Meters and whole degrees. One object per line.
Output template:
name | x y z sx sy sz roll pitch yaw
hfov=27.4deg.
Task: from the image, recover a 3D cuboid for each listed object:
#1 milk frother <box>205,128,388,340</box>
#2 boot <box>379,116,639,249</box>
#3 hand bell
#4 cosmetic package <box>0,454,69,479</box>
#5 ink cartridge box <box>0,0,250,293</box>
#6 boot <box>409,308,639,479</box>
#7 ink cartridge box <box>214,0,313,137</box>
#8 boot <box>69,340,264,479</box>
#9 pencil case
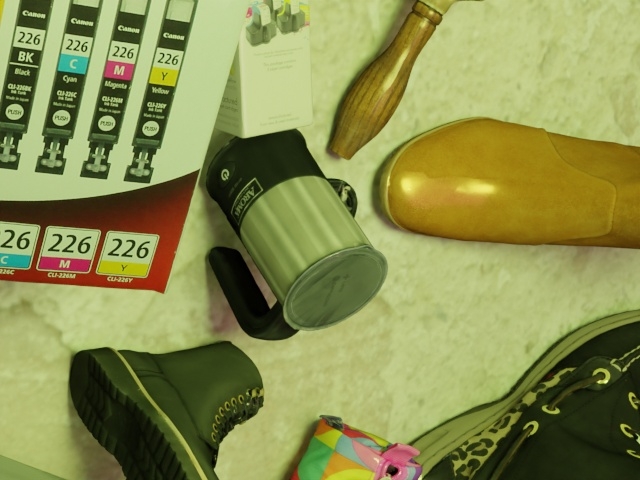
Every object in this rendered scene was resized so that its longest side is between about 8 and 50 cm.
milk frother | 0.000 0.000 0.976 0.143 0.134 0.129 -9 140 -31
boot | 0.219 -0.036 1.077 0.295 0.211 0.104 -5 106 -35
hand bell | 0.077 -0.170 1.022 0.126 0.126 0.242 27 101 -38
cosmetic package | -0.184 0.254 0.873 0.385 0.217 0.156 30 86 -37
ink cartridge box | -0.210 -0.125 0.703 0.310 0.130 0.271 5 120 -25
boot | 0.276 0.203 1.144 0.377 0.284 0.138 -23 117 -28
ink cartridge box | -0.060 -0.171 0.899 0.062 0.104 0.181 -14 111 -33
boot | -0.074 0.138 0.931 0.137 0.198 0.076 -5 134 -39
pencil case | -0.005 0.259 1.078 0.104 0.104 0.236 28 88 -38
